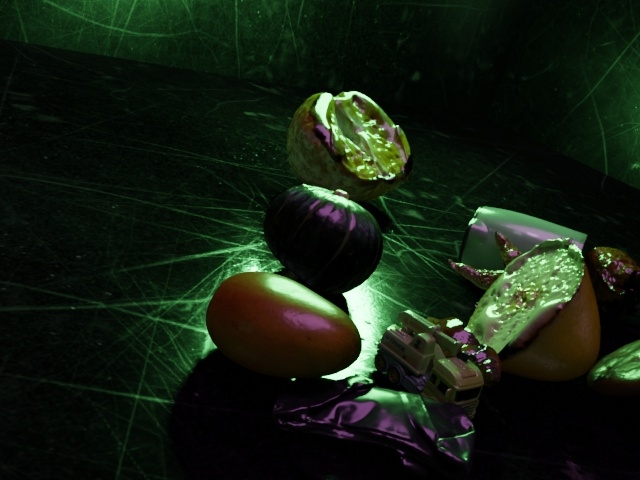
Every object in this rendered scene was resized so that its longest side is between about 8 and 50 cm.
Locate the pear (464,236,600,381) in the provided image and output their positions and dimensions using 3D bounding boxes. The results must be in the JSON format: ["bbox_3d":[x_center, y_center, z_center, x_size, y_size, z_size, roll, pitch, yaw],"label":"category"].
[{"bbox_3d":[0.372,0.141,1.118,0.178,0.267,0.267,42,20,-8],"label":"pear"}]

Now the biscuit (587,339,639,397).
[{"bbox_3d":[0.532,0.194,1.112,0.212,0.212,0.036,-25,90,-60],"label":"biscuit"}]

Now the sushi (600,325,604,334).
[{"bbox_3d":[0.455,0.168,1.266,0.085,0.056,0.083,-3,29,-44],"label":"sushi"}]

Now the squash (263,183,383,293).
[{"bbox_3d":[0.004,-0.004,1.178,0.218,0.172,0.218,13,15,-4],"label":"squash"}]

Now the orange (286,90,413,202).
[{"bbox_3d":[0.049,-0.211,1.644,0.369,0.210,0.270,-14,75,-50],"label":"orange"}]

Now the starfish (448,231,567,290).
[{"bbox_3d":[0.384,0.071,1.303,0.277,0.062,0.235,19,61,36],"label":"starfish"}]

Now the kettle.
[{"bbox_3d":[0.424,0.027,1.474,0.237,0.161,0.221,20,2,19],"label":"kettle"}]

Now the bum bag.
[{"bbox_3d":[0.067,0.215,0.845,0.249,0.059,0.123,17,25,3],"label":"bum bag"}]

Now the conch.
[{"bbox_3d":[0.201,0.167,1.042,0.080,0.086,0.233,-17,29,-22],"label":"conch"}]

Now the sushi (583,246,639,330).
[{"bbox_3d":[0.607,0.109,1.435,0.287,0.149,0.140,33,20,-55],"label":"sushi"}]

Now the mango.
[{"bbox_3d":[-0.054,0.113,0.896,0.221,0.120,0.152,20,20,41],"label":"mango"}]

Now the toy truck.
[{"bbox_3d":[0.152,0.170,0.965,0.077,0.100,0.169,-1,28,-36],"label":"toy truck"}]
